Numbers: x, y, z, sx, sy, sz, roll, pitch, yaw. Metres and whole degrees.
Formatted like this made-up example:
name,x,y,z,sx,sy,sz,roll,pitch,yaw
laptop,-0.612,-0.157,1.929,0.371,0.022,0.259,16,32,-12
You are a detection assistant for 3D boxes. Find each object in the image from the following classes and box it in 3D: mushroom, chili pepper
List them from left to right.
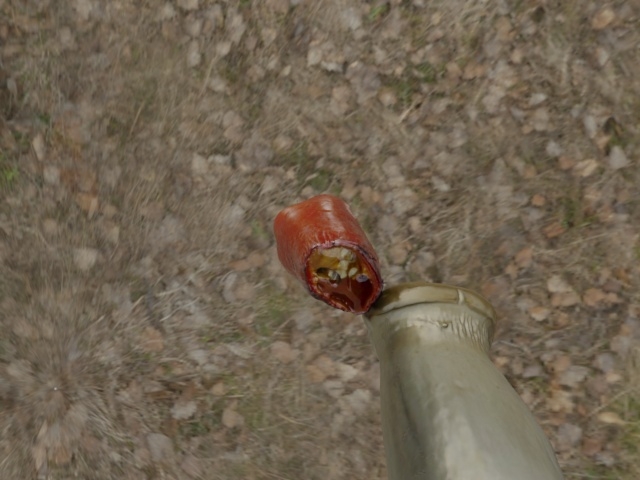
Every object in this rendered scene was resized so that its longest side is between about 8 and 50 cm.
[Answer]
name,x,y,z,sx,sy,sz,roll,pitch,yaw
chili pepper,0.000,0.000,0.904,0.084,0.192,0.086,1,112,-15
mushroom,0.123,0.206,0.780,0.137,0.154,0.407,16,46,-29
